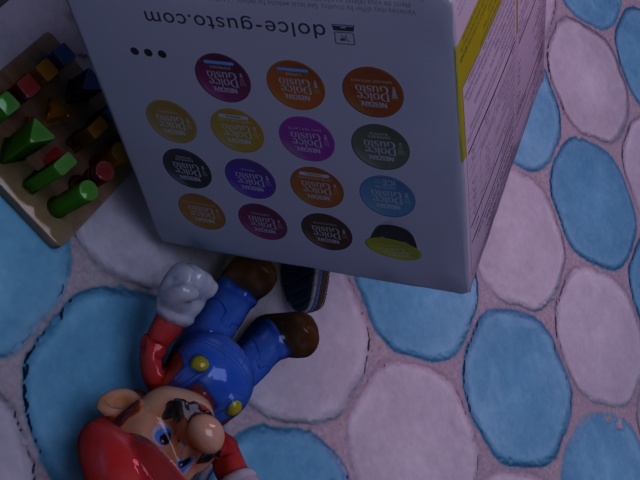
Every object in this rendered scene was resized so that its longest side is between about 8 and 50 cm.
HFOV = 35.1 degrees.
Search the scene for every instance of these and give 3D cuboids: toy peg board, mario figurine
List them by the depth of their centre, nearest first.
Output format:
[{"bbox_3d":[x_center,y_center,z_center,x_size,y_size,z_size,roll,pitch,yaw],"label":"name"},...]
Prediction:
[{"bbox_3d":[-0.096,0.147,0.965,0.198,0.170,0.320,28,44,8],"label":"mario figurine"},{"bbox_3d":[-0.247,-0.108,0.980,0.161,0.079,0.161,50,50,-18],"label":"toy peg board"}]

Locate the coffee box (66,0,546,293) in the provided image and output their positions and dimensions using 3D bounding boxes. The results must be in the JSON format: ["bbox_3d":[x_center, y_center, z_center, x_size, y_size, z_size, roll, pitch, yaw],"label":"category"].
[{"bbox_3d":[0.020,-0.199,0.979,0.334,0.337,0.338,78,29,-46],"label":"coffee box"}]

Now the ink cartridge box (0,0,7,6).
[{"bbox_3d":[-0.394,-0.214,0.793,0.353,0.207,0.119,-34,102,-43],"label":"ink cartridge box"}]

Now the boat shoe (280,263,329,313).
[{"bbox_3d":[0.000,0.000,1.173,0.066,0.066,0.183,18,65,-38],"label":"boat shoe"}]
